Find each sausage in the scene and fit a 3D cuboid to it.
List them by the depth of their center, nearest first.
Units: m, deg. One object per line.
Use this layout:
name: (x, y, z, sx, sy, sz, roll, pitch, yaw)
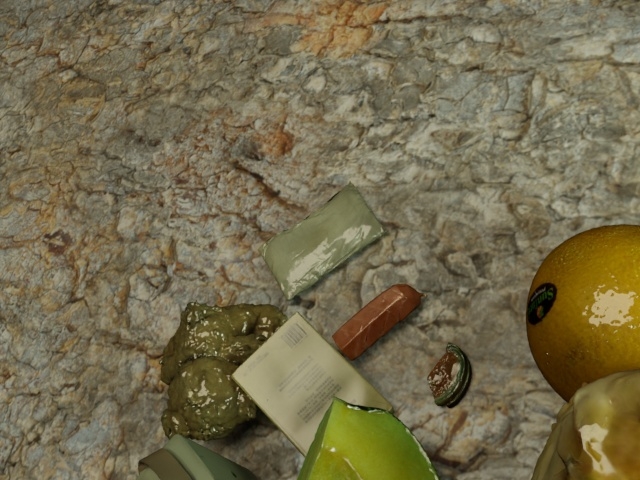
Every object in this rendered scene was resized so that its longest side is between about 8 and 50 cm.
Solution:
sausage: (0.101, 0.131, 1.561, 0.169, 0.065, 0.065, -41, 48, 8)

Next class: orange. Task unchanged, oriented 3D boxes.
orange: (0.410, 0.108, 1.239, 0.274, 0.274, 0.274, -17, 54, 24)

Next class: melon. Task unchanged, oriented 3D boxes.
melon: (0.047, 0.415, 1.327, 0.331, 0.226, 0.344, -13, 43, 39)

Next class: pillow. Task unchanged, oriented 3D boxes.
pillow: (0.000, 0.000, 1.721, 0.229, 0.050, 0.148, -37, 55, 9)

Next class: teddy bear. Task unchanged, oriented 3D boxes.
teddy bear: (-0.188, 0.233, 1.629, 0.267, 0.156, 0.256, -21, 54, 20)

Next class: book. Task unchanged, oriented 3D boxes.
book: (-0.014, 0.248, 1.512, 0.161, 0.026, 0.231, -43, 71, -9)

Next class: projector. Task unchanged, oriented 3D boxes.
projector: (-0.200, 0.430, 1.453, 0.177, 0.242, 0.163, -49, 50, -4)

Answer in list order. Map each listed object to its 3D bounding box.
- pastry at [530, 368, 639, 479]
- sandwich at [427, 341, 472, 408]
pastry: (0.419, 0.322, 1.048, 0.409, 0.245, 0.410, 7, 109, 21)
sandwich: (0.204, 0.215, 1.464, 0.069, 0.026, 0.101, 22, 77, 39)
